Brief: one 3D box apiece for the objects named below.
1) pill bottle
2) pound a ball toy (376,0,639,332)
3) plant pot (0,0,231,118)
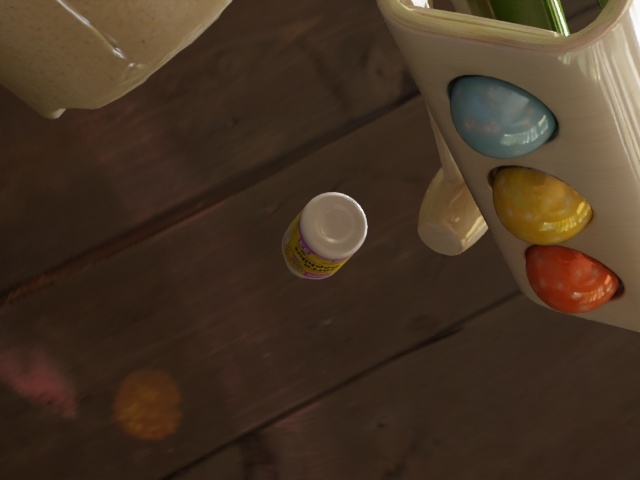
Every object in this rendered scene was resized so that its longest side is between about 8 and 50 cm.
[{"bbox_3d":[0.000,0.000,1.219,0.043,0.083,0.043,4,-106,-12],"label":"pill bottle"},{"bbox_3d":[0.105,-0.055,1.017,0.208,0.319,0.136,14,-115,28],"label":"pound a ball toy"},{"bbox_3d":[-0.196,-0.253,1.157,0.305,0.334,0.334,46,-106,-25],"label":"plant pot"}]
